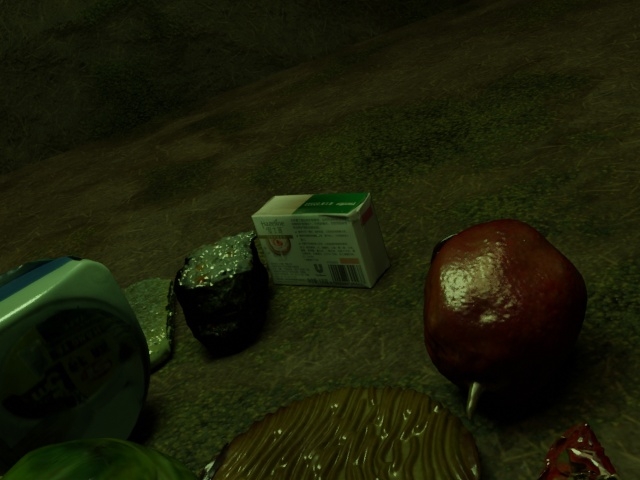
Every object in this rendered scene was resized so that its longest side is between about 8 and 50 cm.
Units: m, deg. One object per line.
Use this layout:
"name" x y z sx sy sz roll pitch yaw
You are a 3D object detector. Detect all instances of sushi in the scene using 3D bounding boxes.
"sushi" -0.153 0.073 1.168 0.136 0.126 0.225 -16 23 5

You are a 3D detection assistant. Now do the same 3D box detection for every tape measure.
"tape measure" -0.349 0.172 0.933 0.138 0.262 0.259 0 29 48

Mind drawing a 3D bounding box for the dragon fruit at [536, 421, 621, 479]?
"dragon fruit" 0.215 0.219 0.628 0.083 0.106 0.162 -16 27 6

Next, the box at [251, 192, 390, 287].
"box" 0.000 0.000 1.205 0.199 0.135 0.081 0 29 33

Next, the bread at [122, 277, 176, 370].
"bread" -0.338 0.146 1.230 0.207 0.056 0.286 -19 23 -6

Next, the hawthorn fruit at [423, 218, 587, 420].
"hawthorn fruit" 0.191 0.090 0.835 0.189 0.190 0.251 -1 35 33

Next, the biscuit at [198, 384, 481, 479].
"biscuit" 0.010 0.255 0.772 0.317 0.040 0.318 -15 25 7

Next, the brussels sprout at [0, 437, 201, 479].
"brussels sprout" -0.185 0.293 0.626 0.271 0.219 0.210 30 91 42

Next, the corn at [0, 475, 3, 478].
"corn" -0.369 0.372 0.695 0.120 0.121 0.363 -10 26 18
